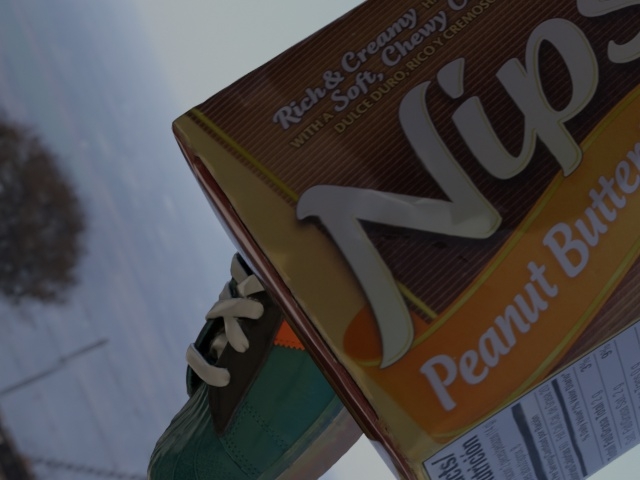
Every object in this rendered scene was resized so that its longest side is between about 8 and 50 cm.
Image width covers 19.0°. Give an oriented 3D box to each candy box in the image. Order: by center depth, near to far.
[{"bbox_3d":[0.126,-0.048,0.707,0.183,0.316,0.087,54,-6,38],"label":"candy box"}]

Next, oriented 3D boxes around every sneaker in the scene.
[{"bbox_3d":[0.000,0.000,0.916,0.121,0.302,0.108,39,-1,-23],"label":"sneaker"}]
